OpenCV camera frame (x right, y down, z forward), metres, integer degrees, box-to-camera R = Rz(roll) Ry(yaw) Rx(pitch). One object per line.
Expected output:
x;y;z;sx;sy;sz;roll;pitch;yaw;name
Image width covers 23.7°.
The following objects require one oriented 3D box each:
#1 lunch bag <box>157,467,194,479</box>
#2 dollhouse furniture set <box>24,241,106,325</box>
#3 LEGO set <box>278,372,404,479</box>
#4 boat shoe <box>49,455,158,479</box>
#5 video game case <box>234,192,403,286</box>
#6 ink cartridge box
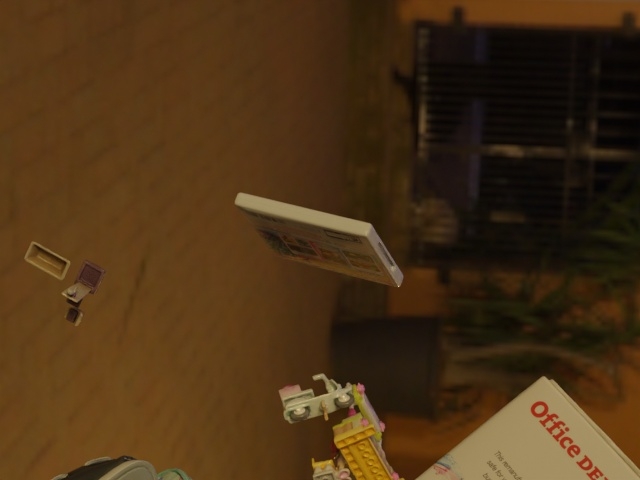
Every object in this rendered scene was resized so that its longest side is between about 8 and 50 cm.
-0.224;0.470;2.264;0.108;0.224;0.279;42;-2;-32;lunch bag
-0.385;0.064;2.171;0.091;0.114;0.081;-62;176;17;dollhouse furniture set
0.026;0.265;1.700;0.107;0.132;0.287;-98;-176;-61;LEGO set
-0.367;0.395;2.157;0.302;0.091;0.114;-19;106;-44;boat shoe
0.000;0.000;1.637;0.019;0.157;0.143;-69;156;-17;video game case
0.181;0.298;1.455;0.201;0.278;0.117;49;-2;44;ink cartridge box
